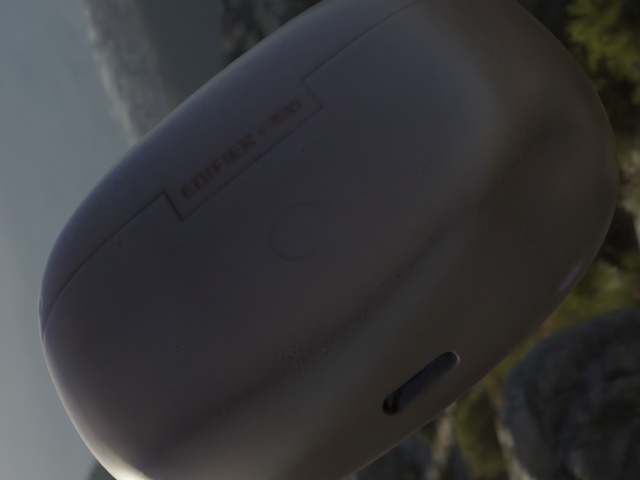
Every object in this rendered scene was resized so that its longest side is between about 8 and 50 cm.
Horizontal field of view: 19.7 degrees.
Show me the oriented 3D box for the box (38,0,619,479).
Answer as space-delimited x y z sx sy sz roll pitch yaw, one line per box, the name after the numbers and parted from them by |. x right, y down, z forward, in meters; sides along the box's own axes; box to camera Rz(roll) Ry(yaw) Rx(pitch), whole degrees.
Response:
0.000 0.000 0.600 0.088 0.200 0.146 49 -176 -44 | box
